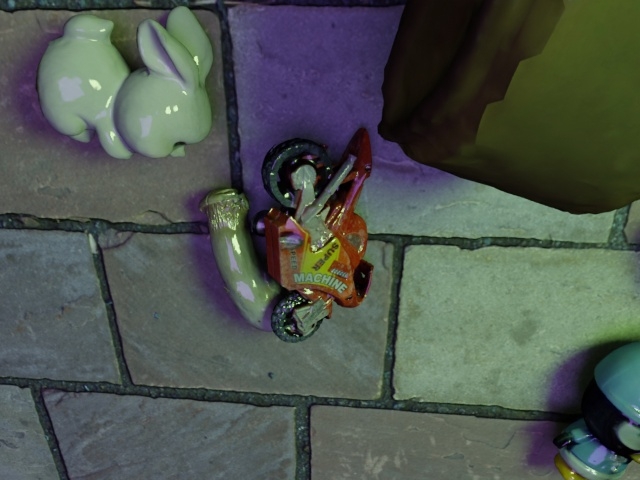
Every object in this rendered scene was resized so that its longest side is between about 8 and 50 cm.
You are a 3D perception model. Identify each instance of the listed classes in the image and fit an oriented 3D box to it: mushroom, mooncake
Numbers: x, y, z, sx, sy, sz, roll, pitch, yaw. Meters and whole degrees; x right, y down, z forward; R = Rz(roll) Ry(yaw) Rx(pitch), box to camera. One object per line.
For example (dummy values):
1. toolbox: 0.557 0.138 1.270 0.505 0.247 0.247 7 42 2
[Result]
1. mushroom: -0.110 0.029 0.740 0.081 0.092 0.223 4 124 53
2. mooncake: 0.204 -0.239 0.439 0.247 0.393 0.393 13 76 -4

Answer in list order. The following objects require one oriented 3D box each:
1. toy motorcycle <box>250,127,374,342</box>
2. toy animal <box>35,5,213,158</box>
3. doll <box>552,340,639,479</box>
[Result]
1. toy motorcycle: -0.001 0.001 0.697 0.171 0.089 0.297 -10 116 -21
2. toy animal: -0.232 -0.191 0.625 0.193 0.127 0.178 4 115 7
3. doll: 0.478 0.263 0.772 0.178 0.141 0.313 9 122 -13
